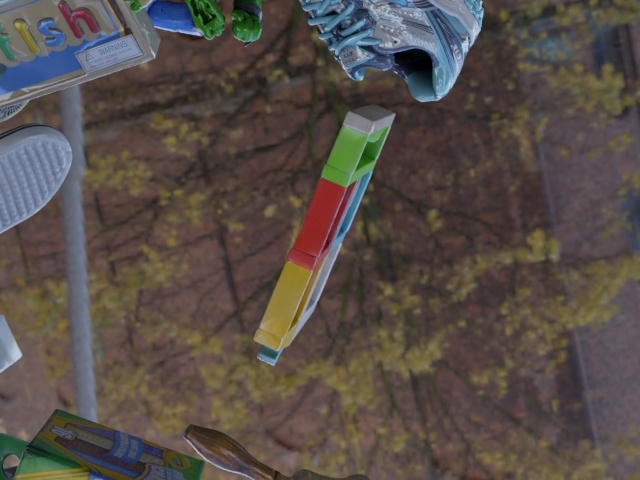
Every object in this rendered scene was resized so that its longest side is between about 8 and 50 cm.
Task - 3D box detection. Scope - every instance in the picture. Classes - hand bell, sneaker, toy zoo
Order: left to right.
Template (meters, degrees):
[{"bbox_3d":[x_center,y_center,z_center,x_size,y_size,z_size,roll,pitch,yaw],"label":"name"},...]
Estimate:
[{"bbox_3d":[-0.460,-0.060,1.469,0.321,0.127,0.126,-40,141,14],"label":"sneaker"},{"bbox_3d":[-0.066,0.295,1.412,0.126,0.242,0.126,-48,-159,25],"label":"hand bell"},{"bbox_3d":[0.000,0.000,1.191,0.030,0.293,0.192,24,-169,6],"label":"toy zoo"},{"bbox_3d":[0.039,-0.221,1.058,0.283,0.122,0.110,23,165,-32],"label":"sneaker"}]

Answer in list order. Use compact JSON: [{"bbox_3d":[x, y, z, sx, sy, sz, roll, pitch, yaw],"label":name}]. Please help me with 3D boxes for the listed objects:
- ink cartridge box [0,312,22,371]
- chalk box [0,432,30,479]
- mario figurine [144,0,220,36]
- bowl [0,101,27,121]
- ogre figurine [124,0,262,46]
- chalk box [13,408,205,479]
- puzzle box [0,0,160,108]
[{"bbox_3d":[-0.529,0.194,1.290,0.296,0.066,0.261,-18,-166,24],"label":"ink cartridge box"},{"bbox_3d":[-0.386,0.388,1.399,0.180,0.288,0.179,8,-168,44],"label":"chalk box"},{"bbox_3d":[-0.312,-0.372,1.705,0.321,0.170,0.198,-4,-141,-11],"label":"mario figurine"},{"bbox_3d":[-0.480,-0.250,1.571,0.170,0.170,0.080,-14,-152,-15],"label":"bowl"},{"bbox_3d":[-0.136,-0.293,1.261,0.197,0.096,0.118,14,-138,21],"label":"ogre figurine"},{"bbox_3d":[-0.194,0.274,1.111,0.213,0.132,0.132,20,-172,-2],"label":"chalk box"},{"bbox_3d":[-0.434,-0.283,1.374,0.409,0.272,0.052,-16,-143,16],"label":"puzzle box"}]
